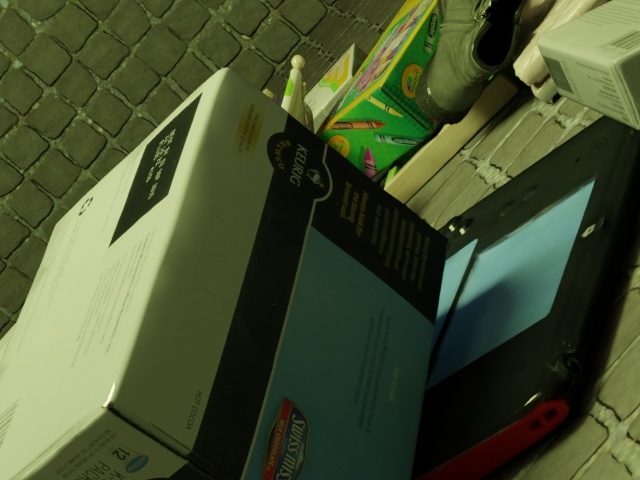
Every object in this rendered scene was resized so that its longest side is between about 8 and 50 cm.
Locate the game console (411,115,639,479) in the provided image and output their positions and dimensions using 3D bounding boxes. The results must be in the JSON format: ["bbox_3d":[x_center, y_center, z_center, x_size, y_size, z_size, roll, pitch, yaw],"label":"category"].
[{"bbox_3d":[0.102,0.075,1.408,0.342,0.060,0.386,-42,14,39],"label":"game console"}]

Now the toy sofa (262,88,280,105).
[{"bbox_3d":[-0.094,-0.001,2.174,0.177,0.150,0.362,-43,16,36],"label":"toy sofa"}]

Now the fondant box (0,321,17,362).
[{"bbox_3d":[-0.210,0.159,1.879,0.330,0.238,0.096,-47,23,18],"label":"fondant box"}]

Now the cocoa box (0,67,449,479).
[{"bbox_3d":[-0.079,0.102,1.287,0.231,0.228,0.347,-39,24,35],"label":"cocoa box"}]

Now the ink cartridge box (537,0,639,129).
[{"bbox_3d":[0.309,-0.176,1.437,0.239,0.060,0.275,-25,11,0],"label":"ink cartridge box"}]

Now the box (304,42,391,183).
[{"bbox_3d":[0.046,-0.151,2.269,0.103,0.114,0.203,-47,10,14],"label":"box"}]

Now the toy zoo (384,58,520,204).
[{"bbox_3d":[0.161,-0.171,2.086,0.192,0.030,0.293,-45,12,28],"label":"toy zoo"}]

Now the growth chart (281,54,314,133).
[{"bbox_3d":[-0.026,-0.064,2.079,0.172,0.021,0.237,-74,-18,-46],"label":"growth chart"}]

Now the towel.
[{"bbox_3d":[0.311,-0.301,1.867,0.317,0.053,0.332,-47,10,18],"label":"towel"}]

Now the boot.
[{"bbox_3d":[0.177,-0.245,1.886,0.161,0.083,0.246,133,155,-59],"label":"boot"}]

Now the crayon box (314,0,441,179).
[{"bbox_3d":[0.114,-0.205,2.087,0.165,0.081,0.278,-36,18,55],"label":"crayon box"}]
